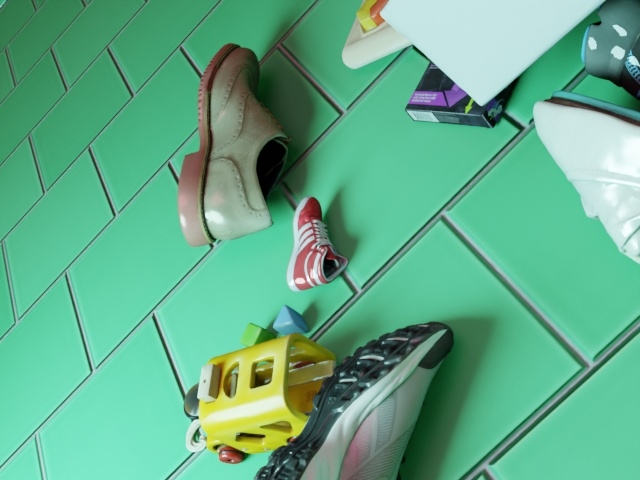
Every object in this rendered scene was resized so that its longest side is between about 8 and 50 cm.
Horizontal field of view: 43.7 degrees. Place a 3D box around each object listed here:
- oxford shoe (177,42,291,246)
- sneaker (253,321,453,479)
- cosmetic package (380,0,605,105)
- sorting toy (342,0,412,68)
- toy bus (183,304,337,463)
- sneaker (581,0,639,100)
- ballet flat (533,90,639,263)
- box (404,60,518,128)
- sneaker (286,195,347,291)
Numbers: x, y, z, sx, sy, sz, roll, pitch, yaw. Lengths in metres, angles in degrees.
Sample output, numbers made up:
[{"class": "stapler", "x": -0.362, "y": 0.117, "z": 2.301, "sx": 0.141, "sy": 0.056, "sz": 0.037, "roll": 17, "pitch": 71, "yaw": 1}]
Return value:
[{"class": "oxford shoe", "x": -0.099, "y": -0.138, "z": 1.082, "sx": 0.130, "sy": 0.123, "sz": 0.348, "roll": -4, "pitch": 55, "yaw": 10}, {"class": "sneaker", "x": 0.039, "y": 0.185, "z": 0.727, "sx": 0.271, "sy": 0.108, "sz": 0.100, "roll": -50, "pitch": 13, "yaw": -20}, {"class": "cosmetic package", "x": 0.220, "y": -0.300, "z": 0.680, "sx": 0.217, "sy": 0.156, "sz": 0.385, "roll": -50, "pitch": 4, "yaw": -21}, {"class": "sorting toy", "x": 0.118, "y": -0.335, "z": 1.030, "sx": 0.193, "sy": 0.038, "sz": 0.208, "roll": -14, "pitch": 50, "yaw": 43}, {"class": "toy bus", "x": -0.080, "y": 0.164, "z": 0.832, "sx": 0.202, "sy": 0.104, "sz": 0.191, "roll": -54, "pitch": 41, "yaw": -2}, {"class": "sneaker", "x": 0.391, "y": -0.249, "z": 0.708, "sx": 0.139, "sy": 0.125, "sz": 0.341, "roll": 41, "pitch": 91, "yaw": 23}, {"class": "ballet flat", "x": 0.307, "y": -0.020, "z": 0.605, "sx": 0.400, "sy": 0.139, "sz": 0.139, "roll": 27, "pitch": 82, "yaw": 48}, {"class": "box", "x": 0.179, "y": -0.206, "z": 0.912, "sx": 0.116, "sy": 0.029, "sz": 0.162, "roll": 14, "pitch": 71, "yaw": 47}, {"class": "sneaker", "x": 0.000, "y": 0.000, "z": 0.921, "sx": 0.067, "sy": 0.042, "sz": 0.118, "roll": -12, "pitch": 62, "yaw": 42}]
